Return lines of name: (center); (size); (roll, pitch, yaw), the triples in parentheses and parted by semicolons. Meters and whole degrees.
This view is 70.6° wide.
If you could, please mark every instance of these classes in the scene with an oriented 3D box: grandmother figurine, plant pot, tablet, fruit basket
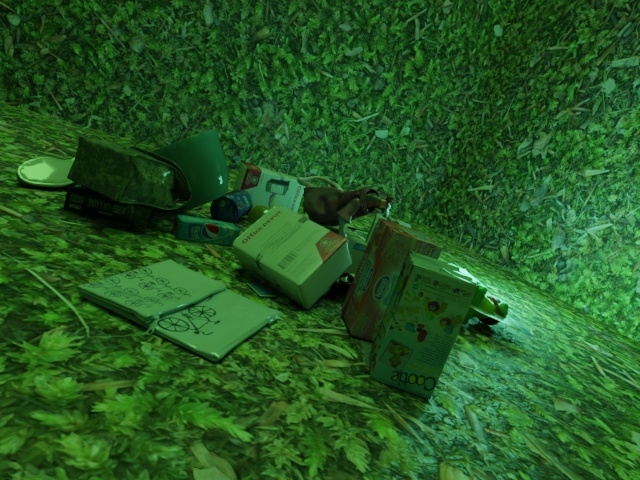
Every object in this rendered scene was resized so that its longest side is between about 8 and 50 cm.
grandmother figurine: (0.082, 0.139, 1.438); (0.343, 0.103, 0.208); (4, -6, -40)
plant pot: (-0.261, -0.109, 1.994); (0.081, 0.083, 0.082); (27, 14, 33)
tablet: (-0.166, 0.137, 1.262); (0.054, 0.006, 0.083); (8, 16, -41)
fruit basket: (0.589, 0.219, 1.684); (0.353, 0.165, 0.327); (20, 12, -11)
plant pot: (-0.473, -0.248, 1.661); (0.293, 0.235, 0.293); (-20, 15, 6)

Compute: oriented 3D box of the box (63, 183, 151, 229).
box: (-0.682, -0.140, 1.521); (0.243, 0.076, 0.307); (15, 13, -18)

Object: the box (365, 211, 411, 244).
box: (0.275, 0.023, 1.928); (0.169, 0.214, 0.345); (20, 13, 4)

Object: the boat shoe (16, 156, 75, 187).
boat shoe: (-0.905, -0.225, 1.574); (0.116, 0.099, 0.319); (56, 28, -2)

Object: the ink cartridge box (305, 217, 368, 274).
ink cartridge box: (0.055, 0.033, 1.750); (0.223, 0.128, 0.307); (12, 15, -22)

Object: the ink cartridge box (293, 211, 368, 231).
ink cartridge box: (0.052, -0.054, 2.096); (0.330, 0.071, 0.324); (16, 2, 11)

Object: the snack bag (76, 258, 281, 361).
snack bag: (-0.289, 0.139, 1.006); (0.343, 0.037, 0.323); (23, 13, 14)

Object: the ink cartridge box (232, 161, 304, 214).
ink cartridge box: (-0.254, -0.224, 2.169); (0.307, 0.226, 0.131); (12, 15, -26)

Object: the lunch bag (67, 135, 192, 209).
lunch bag: (-0.570, -0.201, 1.409); (0.235, 0.168, 0.287); (22, 5, 23)

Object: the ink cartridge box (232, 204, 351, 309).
ink cartridge box: (-0.083, 0.039, 1.320); (0.283, 0.117, 0.207); (28, 59, 34)

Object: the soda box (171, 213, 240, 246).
soda box: (-0.384, -0.033, 1.525); (0.210, 0.067, 0.071); (9, 16, -37)

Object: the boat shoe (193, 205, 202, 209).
boat shoe: (-0.563, -0.182, 1.829); (0.098, 0.096, 0.277); (23, 13, 17)

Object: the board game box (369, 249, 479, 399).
board game box: (0.221, 0.183, 1.017); (0.145, 0.275, 0.142); (19, 12, 2)

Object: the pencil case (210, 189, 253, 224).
pencil case: (-0.364, -0.140, 1.891); (0.133, 0.120, 0.306); (61, 8, -9)

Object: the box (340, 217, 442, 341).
box: (0.181, 0.111, 1.210); (0.142, 0.299, 0.154); (18, 14, -14)

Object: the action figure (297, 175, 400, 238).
action figure: (0.123, -0.141, 1.638); (0.248, 0.275, 0.370); (-18, 6, -39)
